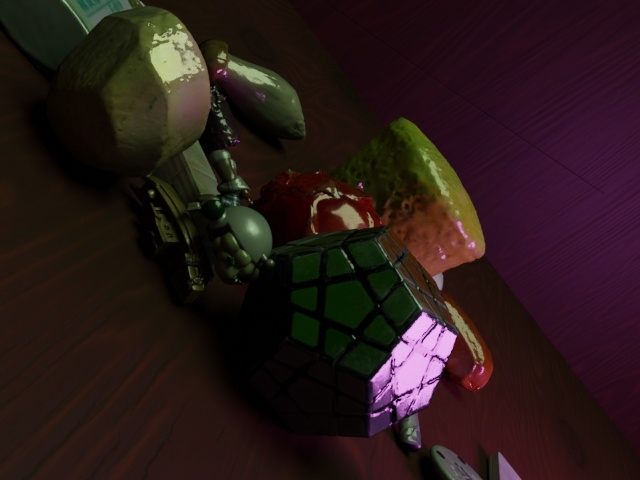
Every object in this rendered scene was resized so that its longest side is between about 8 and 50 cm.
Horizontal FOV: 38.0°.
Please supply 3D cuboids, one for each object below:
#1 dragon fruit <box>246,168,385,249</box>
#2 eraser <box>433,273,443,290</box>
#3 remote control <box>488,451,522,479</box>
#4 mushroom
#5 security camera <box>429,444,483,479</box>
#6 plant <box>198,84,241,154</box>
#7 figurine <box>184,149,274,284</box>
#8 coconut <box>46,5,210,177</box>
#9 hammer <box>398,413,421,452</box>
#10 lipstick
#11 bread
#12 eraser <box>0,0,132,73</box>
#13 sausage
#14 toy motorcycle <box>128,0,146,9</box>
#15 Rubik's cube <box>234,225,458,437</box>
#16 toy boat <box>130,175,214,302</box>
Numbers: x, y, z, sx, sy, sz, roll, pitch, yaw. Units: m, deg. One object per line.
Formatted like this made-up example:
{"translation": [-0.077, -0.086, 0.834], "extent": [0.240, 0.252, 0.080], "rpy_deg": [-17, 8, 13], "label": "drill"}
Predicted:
{"translation": [-0.010, -0.002, 1.554], "extent": [0.241, 0.241, 0.252], "rpy_deg": [-78, 147, -69], "label": "dragon fruit"}
{"translation": [0.192, 0.018, 2.312], "extent": [0.270, 0.095, 0.174], "rpy_deg": [48, 17, -16], "label": "eraser"}
{"translation": [0.383, 0.525, 1.891], "extent": [0.103, 0.034, 0.250], "rpy_deg": [51, 15, -6], "label": "remote control"}
{"translation": [-0.142, -0.324, 2.058], "extent": [0.350, 0.128, 0.128], "rpy_deg": [33, 25, -40], "label": "mushroom"}
{"translation": [0.276, 0.486, 1.611], "extent": [0.157, 0.080, 0.301], "rpy_deg": [27, 20, -52], "label": "security camera"}
{"translation": [-0.207, -0.229, 1.721], "extent": [0.143, 0.094, 0.092], "rpy_deg": [57, 26, -4], "label": "plant"}
{"translation": [-0.128, -0.029, 1.289], "extent": [0.197, 0.093, 0.147], "rpy_deg": [63, 4, 27], "label": "figurine"}
{"translation": [-0.246, -0.203, 1.277], "extent": [0.197, 0.237, 0.237], "rpy_deg": [50, 16, 4], "label": "coconut"}
{"translation": [0.167, 0.213, 1.760], "extent": [0.152, 0.044, 0.427], "rpy_deg": [25, 40, -25], "label": "hammer"}
{"translation": [-0.232, -0.129, 1.459], "extent": [0.076, 0.080, 0.371], "rpy_deg": [30, 28, -55], "label": "lipstick"}
{"translation": [0.168, -0.054, 2.011], "extent": [0.348, 0.308, 0.348], "rpy_deg": [53, 10, -13], "label": "bread"}
{"translation": [-0.395, -0.362, 1.453], "extent": [0.189, 0.104, 0.290], "rpy_deg": [43, 18, -15], "label": "eraser"}
{"translation": [0.302, 0.225, 2.135], "extent": [0.258, 0.133, 0.133], "rpy_deg": [56, 16, 13], "label": "sausage"}
{"translation": [-0.337, -0.398, 1.742], "extent": [0.225, 0.073, 0.152], "rpy_deg": [46, 15, -21], "label": "toy motorcycle"}
{"translation": [0.033, 0.126, 1.323], "extent": [0.264, 0.319, 0.319], "rpy_deg": [15, 33, -23], "label": "Rubik's cube"}
{"translation": [-0.214, -0.006, 1.291], "extent": [0.072, 0.064, 0.206], "rpy_deg": [2, 51, -48], "label": "toy boat"}
